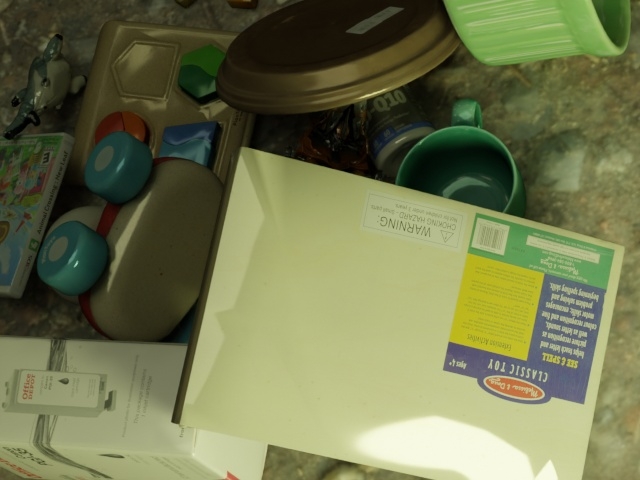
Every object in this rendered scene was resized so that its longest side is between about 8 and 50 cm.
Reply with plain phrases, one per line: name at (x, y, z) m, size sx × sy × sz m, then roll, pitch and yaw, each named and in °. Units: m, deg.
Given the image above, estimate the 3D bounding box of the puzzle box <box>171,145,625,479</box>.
puzzle box at (0.082, 0.090, 1.581) m, size 0.409 × 0.052 × 0.272 m, roll 14°, pitch 82°, yaw -14°

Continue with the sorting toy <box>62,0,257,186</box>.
sorting toy at (-0.171, -0.199, 1.903) m, size 0.229 × 0.041 × 0.307 m, roll 6°, pitch 73°, yaw 19°

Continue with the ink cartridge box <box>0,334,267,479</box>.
ink cartridge box at (-0.217, 0.182, 1.689) m, size 0.283 × 0.207 × 0.117 m, roll 2°, pitch 70°, yaw 18°

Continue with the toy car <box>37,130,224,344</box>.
toy car at (-0.225, 0.001, 1.792) m, size 0.238 × 0.219 × 0.210 m, roll 12°, pitch 73°, yaw 50°

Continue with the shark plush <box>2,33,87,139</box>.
shark plush at (-0.331, -0.167, 1.915) m, size 0.067 × 0.073 × 0.161 m, roll -8°, pitch 51°, yaw 25°

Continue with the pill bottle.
pill bottle at (0.067, -0.145, 1.791) m, size 0.078 × 0.078 × 0.137 m, roll -32°, pitch 65°, yaw 4°

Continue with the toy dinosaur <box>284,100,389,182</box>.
toy dinosaur at (0.000, 0.000, 1.717) m, size 0.164 × 0.218 × 0.321 m, roll -6°, pitch 103°, yaw -10°

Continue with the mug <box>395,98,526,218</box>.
mug at (0.159, -0.054, 1.719) m, size 0.129 × 0.097 × 0.157 m, roll 34°, pitch 83°, yaw 25°

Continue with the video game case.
video game case at (-0.377, -0.031, 1.867) m, size 0.212 × 0.023 × 0.193 m, roll 2°, pitch 69°, yaw 46°

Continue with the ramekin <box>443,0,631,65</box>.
ramekin at (0.212, -0.326, 1.697) m, size 0.148 × 0.303 × 0.303 m, roll -11°, pitch 68°, yaw 21°

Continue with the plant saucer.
plant saucer at (0.016, -0.214, 1.759) m, size 0.278 × 0.041 × 0.278 m, roll -13°, pitch 26°, yaw 6°
